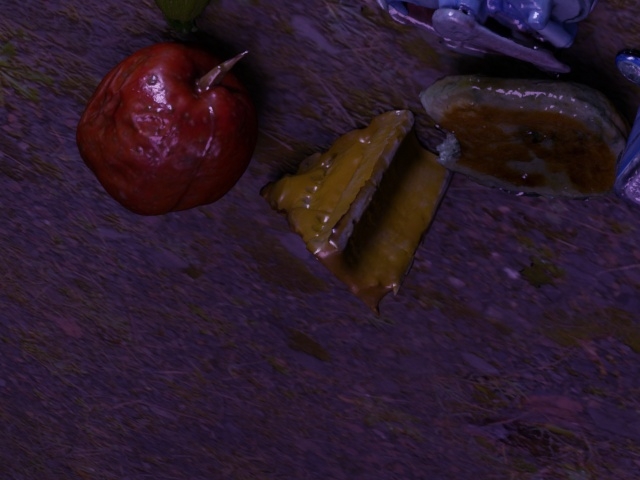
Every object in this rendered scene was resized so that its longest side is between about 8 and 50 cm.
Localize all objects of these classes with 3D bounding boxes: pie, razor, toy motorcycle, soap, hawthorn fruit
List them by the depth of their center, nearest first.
[{"bbox_3d":[0.178,-0.306,1.929,0.319,0.182,0.241,24,134,3],"label":"toy motorcycle"},{"bbox_3d":[0.522,-0.157,1.987,0.324,0.056,0.093,27,136,3],"label":"razor"},{"bbox_3d":[0.277,-0.138,2.065,0.302,0.067,0.302,15,154,8],"label":"pie"},{"bbox_3d":[0.000,0.000,2.168,0.304,0.339,0.169,-30,110,38],"label":"soap"},{"bbox_3d":[-0.218,-0.160,2.207,0.258,0.258,0.262,30,162,-1],"label":"hawthorn fruit"}]

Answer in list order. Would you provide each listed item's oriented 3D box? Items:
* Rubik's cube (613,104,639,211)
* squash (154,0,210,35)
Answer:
[{"bbox_3d":[0.575,-0.149,1.737,0.343,0.344,0.337,32,125,-3],"label":"Rubik's cube"},{"bbox_3d":[-0.175,-0.423,2.025,0.107,0.107,0.395,19,143,9],"label":"squash"}]
